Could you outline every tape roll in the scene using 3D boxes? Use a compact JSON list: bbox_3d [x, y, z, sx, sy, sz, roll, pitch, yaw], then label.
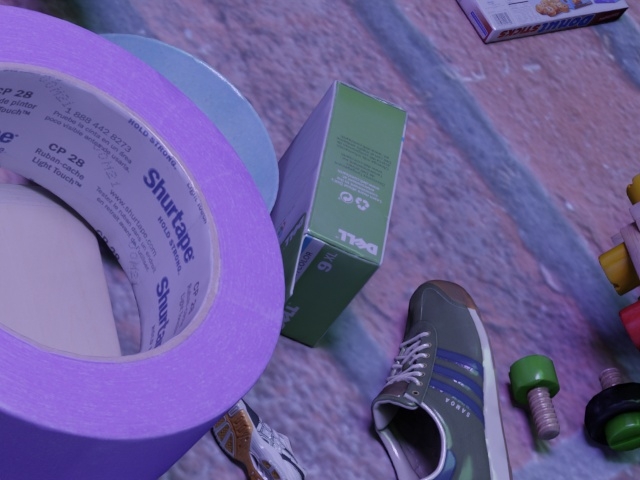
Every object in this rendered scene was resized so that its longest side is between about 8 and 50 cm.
[{"bbox_3d":[-0.157,0.006,1.013,0.275,0.090,0.275,22,46,-24],"label":"tape roll"}]

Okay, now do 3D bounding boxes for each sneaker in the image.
[{"bbox_3d":[0.075,0.107,1.321,0.086,0.064,0.192,11,54,-32],"label":"sneaker"},{"bbox_3d":[-0.041,0.134,1.256,0.037,0.032,0.083,-18,71,-55],"label":"sneaker"}]

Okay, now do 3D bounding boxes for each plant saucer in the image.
[{"bbox_3d":[-0.124,-0.062,1.350,0.195,0.037,0.195,17,49,-20],"label":"plant saucer"}]

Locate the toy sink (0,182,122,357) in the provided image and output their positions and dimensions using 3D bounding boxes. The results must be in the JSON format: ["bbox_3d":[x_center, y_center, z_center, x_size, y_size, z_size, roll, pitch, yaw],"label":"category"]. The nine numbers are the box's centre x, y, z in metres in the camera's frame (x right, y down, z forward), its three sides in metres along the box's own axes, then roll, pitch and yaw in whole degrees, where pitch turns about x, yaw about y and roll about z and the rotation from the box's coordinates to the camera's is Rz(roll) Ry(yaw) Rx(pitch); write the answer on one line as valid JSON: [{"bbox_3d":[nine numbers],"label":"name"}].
[{"bbox_3d":[-0.193,0.103,1.094,0.131,0.153,0.234,5,53,-30],"label":"toy sink"}]

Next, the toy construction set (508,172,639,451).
[{"bbox_3d":[0.312,-0.006,1.417,0.257,0.309,0.237,16,43,-32],"label":"toy construction set"}]

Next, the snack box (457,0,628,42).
[{"bbox_3d":[0.198,-0.217,1.690,0.178,0.022,0.064,-14,63,-39],"label":"snack box"}]

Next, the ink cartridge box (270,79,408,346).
[{"bbox_3d":[0.000,0.000,1.329,0.062,0.109,0.209,24,46,-14],"label":"ink cartridge box"}]
